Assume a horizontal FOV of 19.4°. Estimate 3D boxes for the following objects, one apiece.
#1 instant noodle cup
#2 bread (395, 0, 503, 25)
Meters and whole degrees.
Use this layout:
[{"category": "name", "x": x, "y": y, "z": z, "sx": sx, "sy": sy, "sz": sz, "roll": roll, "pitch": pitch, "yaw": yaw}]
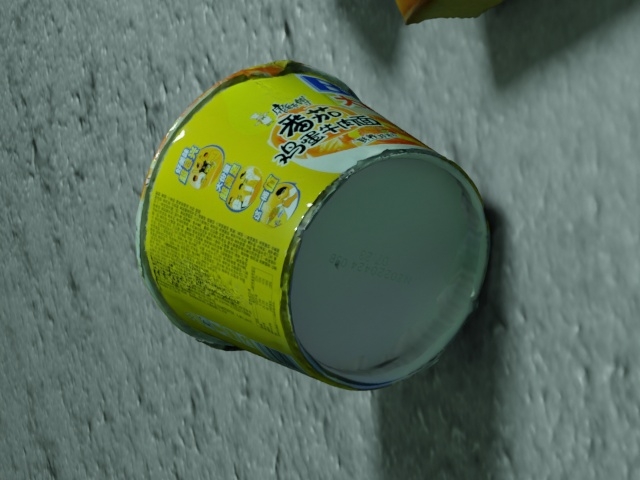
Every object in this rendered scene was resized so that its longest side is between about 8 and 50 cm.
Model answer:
[{"category": "instant noodle cup", "x": 0.000, "y": 0.000, "z": 1.201, "sx": 0.153, "sy": 0.205, "sz": 0.205, "roll": 29, "pitch": 121, "yaw": 53}, {"category": "bread", "x": 0.136, "y": -0.237, "z": 1.002, "sx": 0.361, "sy": 0.077, "sz": 0.138, "roll": -28, "pitch": 69, "yaw": 62}]
